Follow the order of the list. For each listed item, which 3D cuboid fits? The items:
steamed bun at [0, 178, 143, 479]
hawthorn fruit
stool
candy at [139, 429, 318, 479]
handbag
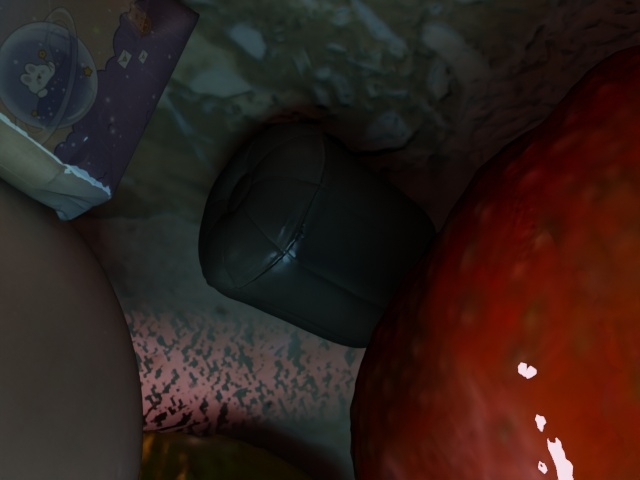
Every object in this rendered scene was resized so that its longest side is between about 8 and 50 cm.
[{"bbox_3d":[-0.231,0.080,0.883,0.324,0.324,0.206,34,144,-26],"label":"steamed bun"},{"bbox_3d":[0.219,0.112,0.855,0.403,0.403,0.403,0,130,0],"label":"hawthorn fruit"},{"bbox_3d":[0.000,0.000,0.966,0.110,0.096,0.096,31,124,-28],"label":"stool"},{"bbox_3d":[-0.093,0.220,1.138,0.260,0.118,0.260,1,132,1],"label":"candy"},{"bbox_3d":[-0.152,-0.101,0.871,0.173,0.117,0.095,36,149,-23],"label":"handbag"}]
